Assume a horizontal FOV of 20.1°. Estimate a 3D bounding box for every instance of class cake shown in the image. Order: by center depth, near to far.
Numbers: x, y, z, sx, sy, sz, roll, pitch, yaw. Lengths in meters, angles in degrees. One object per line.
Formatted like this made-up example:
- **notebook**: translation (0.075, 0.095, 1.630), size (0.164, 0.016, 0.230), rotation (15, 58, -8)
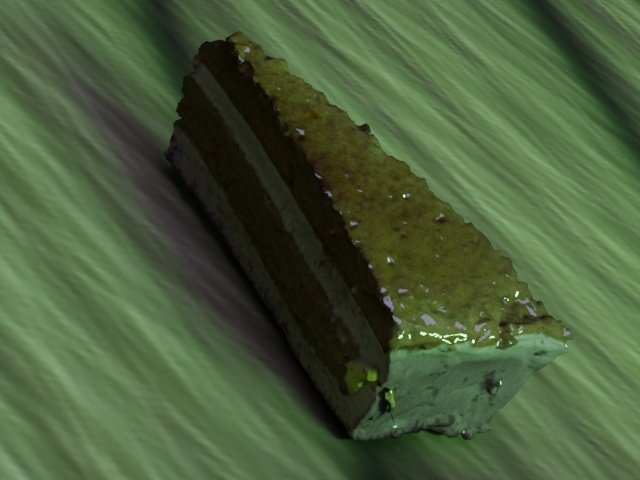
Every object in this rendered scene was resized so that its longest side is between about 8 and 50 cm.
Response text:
- **cake**: translation (0.000, 0.000, 1.065), size (0.113, 0.116, 0.295), rotation (-15, 52, -44)
